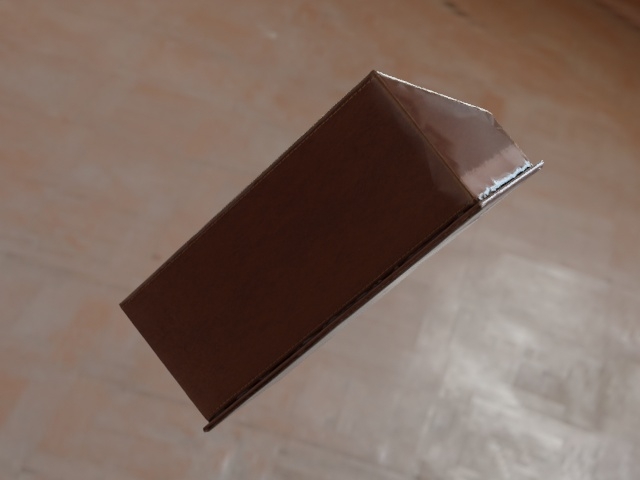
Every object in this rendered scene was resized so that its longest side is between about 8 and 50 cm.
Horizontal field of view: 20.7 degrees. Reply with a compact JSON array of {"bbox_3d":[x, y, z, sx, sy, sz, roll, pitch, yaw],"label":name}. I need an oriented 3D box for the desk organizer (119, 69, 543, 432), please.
[{"bbox_3d":[0.000,0.000,0.540,0.050,0.130,0.047,52,34,4],"label":"desk organizer"}]
